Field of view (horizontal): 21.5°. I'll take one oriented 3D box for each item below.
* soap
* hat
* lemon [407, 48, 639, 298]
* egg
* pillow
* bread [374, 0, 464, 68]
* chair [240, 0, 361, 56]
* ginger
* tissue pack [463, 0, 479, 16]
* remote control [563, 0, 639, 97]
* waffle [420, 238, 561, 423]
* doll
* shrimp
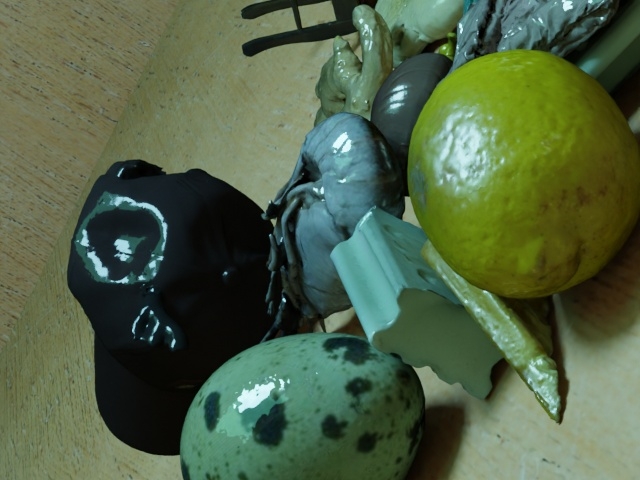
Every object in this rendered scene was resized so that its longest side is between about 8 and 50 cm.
[{"bbox_3d":[0.081,0.045,1.372,0.063,0.114,0.198,-59,19,13],"label":"soap"},{"bbox_3d":[-0.115,0.088,1.736,0.209,0.238,0.336,22,122,51],"label":"hat"},{"bbox_3d":[0.149,-0.048,1.226,0.170,0.170,0.207,-56,31,23],"label":"lemon"},{"bbox_3d":[-0.011,0.161,1.369,0.228,0.177,0.177,-34,31,34],"label":"egg"},{"bbox_3d":[0.164,-0.179,1.346,0.248,0.049,0.135,-34,29,52],"label":"pillow"},{"bbox_3d":[0.146,-0.331,1.838,0.316,0.054,0.316,-54,17,26],"label":"bread"},{"bbox_3d":[0.038,-0.362,2.080,0.160,0.319,0.186,-95,-9,-62],"label":"chair"},{"bbox_3d":[0.027,-0.147,1.868,0.258,0.065,0.149,129,144,-68],"label":"ginger"},{"bbox_3d":[0.172,-0.216,1.565,0.111,0.079,0.085,-84,-5,-49],"label":"tissue pack"},{"bbox_3d":[0.199,-0.131,1.366,0.335,0.065,0.128,-48,20,40],"label":"remote control"},{"bbox_3d":[0.166,0.062,1.276,0.191,0.125,0.032,53,124,33],"label":"waffle"},{"bbox_3d":[0.105,-0.126,1.583,0.145,0.096,0.188,97,-161,-59],"label":"doll"},{"bbox_3d":[-0.001,0.006,1.588,0.116,0.145,0.343,-29,-23,-32],"label":"shrimp"}]
